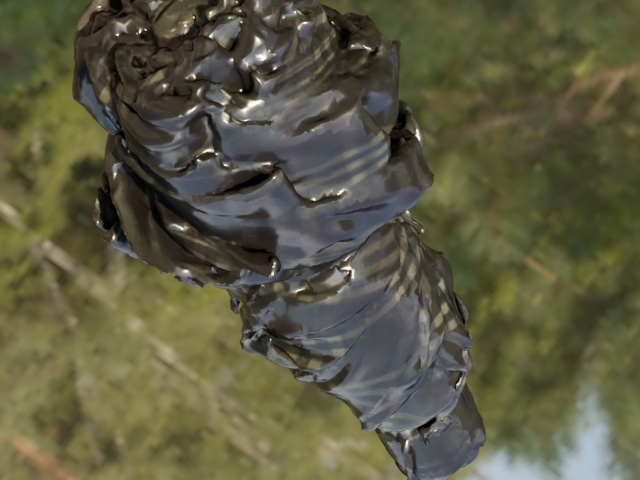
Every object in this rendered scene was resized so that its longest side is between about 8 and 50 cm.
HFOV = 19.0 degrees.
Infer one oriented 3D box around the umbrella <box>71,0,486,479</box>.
[{"bbox_3d":[0.007,-0.010,0.908,0.154,0.336,0.128,-49,-133,-2],"label":"umbrella"}]
